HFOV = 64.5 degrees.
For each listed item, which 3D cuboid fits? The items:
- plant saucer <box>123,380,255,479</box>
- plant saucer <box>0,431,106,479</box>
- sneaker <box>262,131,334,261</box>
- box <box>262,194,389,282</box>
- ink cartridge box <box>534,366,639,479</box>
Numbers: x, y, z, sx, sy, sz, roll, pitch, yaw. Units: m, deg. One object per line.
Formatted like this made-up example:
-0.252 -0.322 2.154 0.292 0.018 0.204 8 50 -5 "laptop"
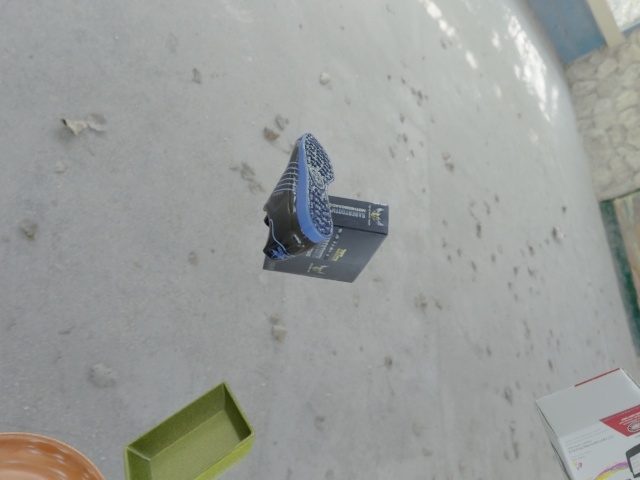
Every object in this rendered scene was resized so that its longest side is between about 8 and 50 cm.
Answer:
-0.191 0.313 0.752 0.188 0.188 0.045 -31 109 -16 "plant saucer"
-0.303 0.279 0.493 0.199 0.037 0.200 31 18 -11 "plant saucer"
-0.036 -0.068 0.715 0.081 0.090 0.232 47 27 -31 "sneaker"
0.000 0.000 0.891 0.183 0.233 0.059 9 65 -9 "box"
0.390 0.279 0.695 0.175 0.127 0.072 61 9 -23 "ink cartridge box"
